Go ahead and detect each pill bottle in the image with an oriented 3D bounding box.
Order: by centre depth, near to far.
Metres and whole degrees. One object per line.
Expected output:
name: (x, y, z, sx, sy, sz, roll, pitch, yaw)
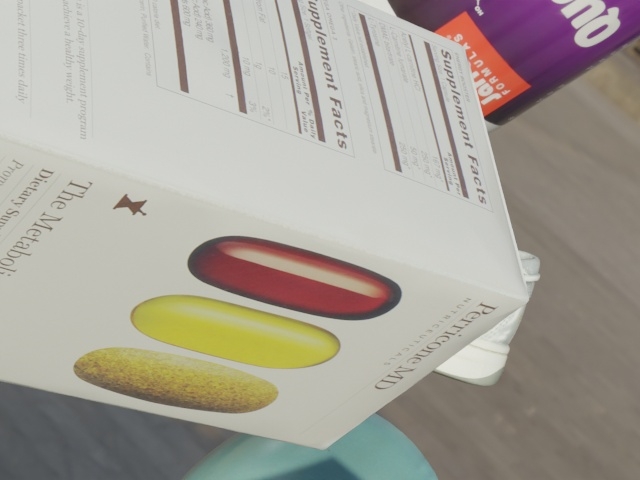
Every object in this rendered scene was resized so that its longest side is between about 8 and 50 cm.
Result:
pill bottle: (0.136, -0.191, 0.993, 0.181, 0.323, 0.181, 44, 26, -28)

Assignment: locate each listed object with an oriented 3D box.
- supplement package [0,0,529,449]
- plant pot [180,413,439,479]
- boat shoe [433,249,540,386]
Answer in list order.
supplement package: (-0.062, -0.026, 0.573, 0.244, 0.139, 0.134, 17, 48, -33)
plant pot: (-0.043, 0.330, 1.525, 0.293, 0.293, 0.235, 44, 26, 16)
boat shoe: (0.002, 0.001, 1.010, 0.320, 0.103, 0.118, 24, 4, -19)
